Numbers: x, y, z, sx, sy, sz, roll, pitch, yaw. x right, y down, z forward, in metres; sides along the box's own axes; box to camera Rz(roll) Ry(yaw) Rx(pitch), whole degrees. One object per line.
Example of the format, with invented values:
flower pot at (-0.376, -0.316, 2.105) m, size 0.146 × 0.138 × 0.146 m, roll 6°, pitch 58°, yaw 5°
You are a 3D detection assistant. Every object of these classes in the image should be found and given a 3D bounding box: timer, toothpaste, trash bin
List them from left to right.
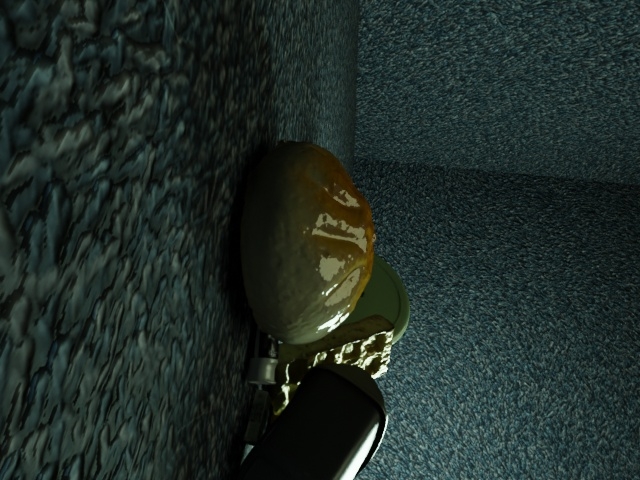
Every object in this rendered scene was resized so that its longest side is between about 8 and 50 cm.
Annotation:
toothpaste at (-0.087, 0.131, 0.673) m, size 0.071 × 0.045 × 0.194 m, roll 79°, pitch 13°, yaw -66°
trash bin at (-0.006, 0.357, 0.723) m, size 0.290 × 0.182 × 0.210 m, roll -24°, pitch 141°, yaw -60°
timer at (0.045, 0.210, 1.138) m, size 0.315 × 0.290 × 0.291 m, roll 122°, pitch -16°, yaw -50°

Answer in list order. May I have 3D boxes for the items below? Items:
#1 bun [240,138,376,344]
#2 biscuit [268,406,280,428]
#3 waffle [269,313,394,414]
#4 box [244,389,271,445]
bun at (0.000, 0.000, 0.611) m, size 0.299 × 0.164 × 0.299 m, roll -3°, pitch 90°, yaw -83°
biscuit at (-0.081, 0.444, 1.038) m, size 0.359 × 0.046 × 0.359 m, roll 8°, pitch 90°, yaw -83°
waffle at (0.020, 0.256, 0.862) m, size 0.057 × 0.274 × 0.168 m, roll -126°, pitch -150°, yaw -47°
box at (-0.109, 0.312, 0.727) m, size 0.054 × 0.024 × 0.083 m, roll 85°, pitch 15°, yaw -55°
